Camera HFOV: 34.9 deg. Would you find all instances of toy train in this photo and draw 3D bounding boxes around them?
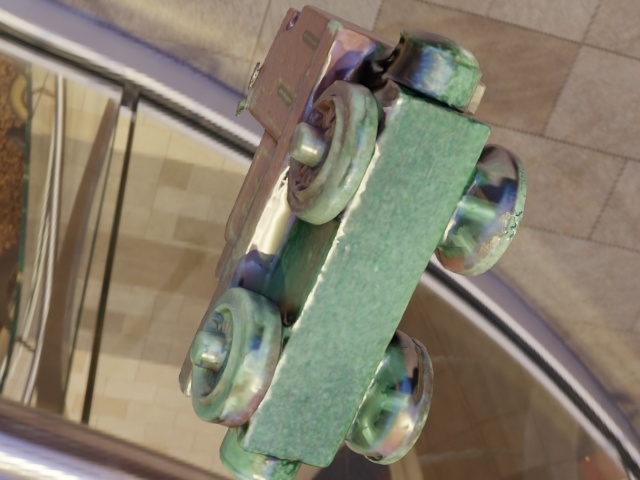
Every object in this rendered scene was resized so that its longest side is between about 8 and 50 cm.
[{"bbox_3d":[0.000,0.000,0.666,0.150,0.221,0.304,18,105,-25],"label":"toy train"}]
